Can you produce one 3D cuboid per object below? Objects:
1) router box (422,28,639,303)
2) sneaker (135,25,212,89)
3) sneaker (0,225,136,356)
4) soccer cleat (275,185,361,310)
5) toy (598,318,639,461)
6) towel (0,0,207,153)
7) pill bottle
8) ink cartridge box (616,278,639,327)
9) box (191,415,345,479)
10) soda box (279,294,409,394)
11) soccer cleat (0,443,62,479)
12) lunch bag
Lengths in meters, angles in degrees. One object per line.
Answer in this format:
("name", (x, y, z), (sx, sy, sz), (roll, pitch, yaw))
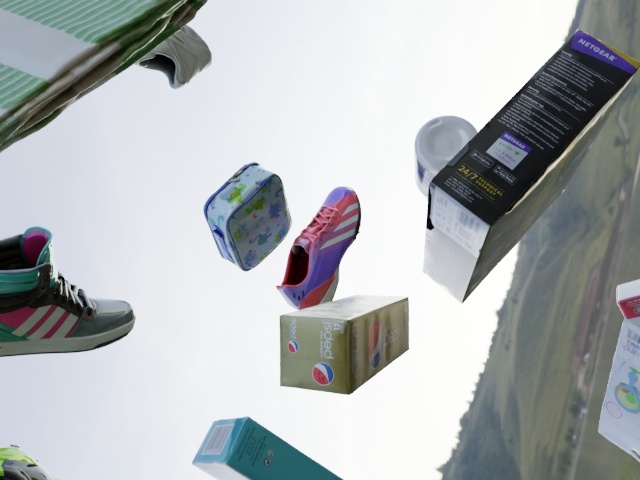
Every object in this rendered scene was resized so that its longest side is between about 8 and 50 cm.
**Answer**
("router box", (0.239, -0.066, 0.677), (0.243, 0.081, 0.308), (-45, -21, -10))
("sneaker", (-0.297, -0.356, 0.912), (0.232, 0.090, 0.115), (41, -122, -20))
("sneaker", (-0.412, 0.070, 0.824), (0.296, 0.124, 0.178), (2, -67, -48))
("soccer cleat", (0.000, 0.000, 1.139), (0.116, 0.109, 0.318), (41, -122, -39))
("toy", (0.493, 0.232, 0.775), (0.056, 0.137, 0.237), (-23, -57, -19))
("towel", (-0.272, -0.144, 0.405), (0.324, 0.248, 0.038), (-56, -19, -30))
("pill bottle", (0.194, -0.115, 0.839), (0.169, 0.094, 0.094), (59, -131, -70))
("ink cartridge box", (0.644, 0.152, 0.982), (0.175, 0.128, 0.072), (60, -146, -8))
("box", (-0.031, 0.309, 0.668), (0.244, 0.101, 0.060), (40, -127, -17))
("soda box", (0.029, 0.086, 0.486), (0.181, 0.062, 0.058), (2, -92, -67))
("soccer cleat", (-0.236, 0.251, 0.491), (0.060, 0.179, 0.072), (-58, 13, 3))
("lunch bag", (-0.152, -0.045, 1.138), (0.176, 0.090, 0.218), (-48, -27, -23))
